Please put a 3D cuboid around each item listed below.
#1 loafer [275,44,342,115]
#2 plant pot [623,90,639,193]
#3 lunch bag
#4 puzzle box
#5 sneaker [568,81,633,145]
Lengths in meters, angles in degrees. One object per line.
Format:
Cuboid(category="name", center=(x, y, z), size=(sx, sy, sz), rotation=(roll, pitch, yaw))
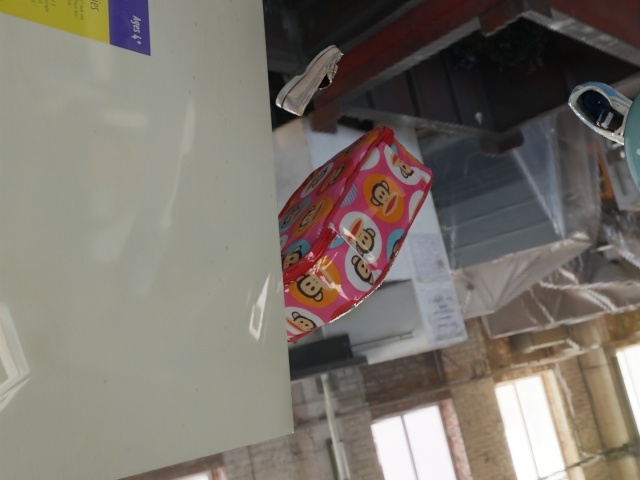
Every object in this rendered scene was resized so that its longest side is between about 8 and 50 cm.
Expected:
Cuboid(category="loafer", center=(-0.006, -0.200, 0.912), size=(0.125, 0.039, 0.045), rotation=(-48, 171, -30))
Cuboid(category="plant pot", center=(0.530, -0.143, 0.971), size=(0.290, 0.290, 0.195), rotation=(-11, -157, -11))
Cuboid(category="lunch bag", center=(0.000, 0.000, 0.962), size=(0.258, 0.120, 0.293), rotation=(-30, -159, 49))
Cuboid(category="puzzle box", center=(-0.136, -0.071, 0.419), size=(0.052, 0.409, 0.272), rotation=(-10, 171, 39))
Cuboid(category="sneaker", center=(0.536, -0.198, 1.251), size=(0.086, 0.237, 0.085), rotation=(-25, 143, -39))
